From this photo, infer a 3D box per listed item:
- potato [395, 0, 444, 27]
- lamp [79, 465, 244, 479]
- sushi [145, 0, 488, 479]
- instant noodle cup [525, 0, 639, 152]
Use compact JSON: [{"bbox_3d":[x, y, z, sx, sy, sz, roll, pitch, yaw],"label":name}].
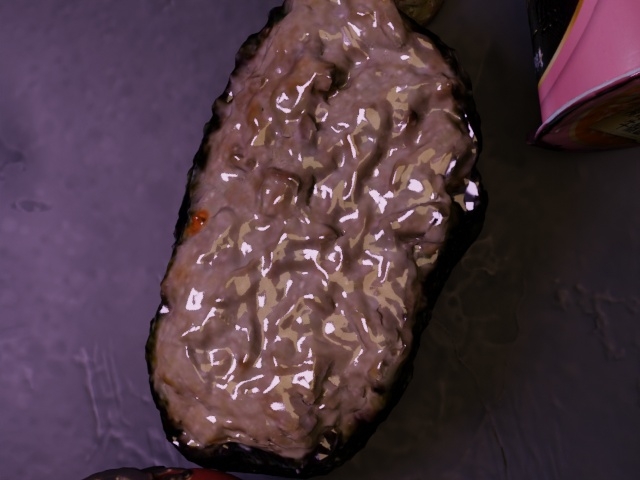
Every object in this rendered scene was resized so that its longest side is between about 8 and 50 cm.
[{"bbox_3d":[0.030,-0.250,0.910,0.119,0.054,0.198,-14,87,4],"label":"potato"},{"bbox_3d":[-0.110,0.241,0.753,0.226,0.227,0.227,0,87,2],"label":"lamp"},{"bbox_3d":[0.000,0.000,0.840,0.210,0.171,0.350,20,88,6],"label":"sushi"},{"bbox_3d":[0.235,-0.212,0.830,0.243,0.244,0.255,-14,78,2],"label":"instant noodle cup"}]
